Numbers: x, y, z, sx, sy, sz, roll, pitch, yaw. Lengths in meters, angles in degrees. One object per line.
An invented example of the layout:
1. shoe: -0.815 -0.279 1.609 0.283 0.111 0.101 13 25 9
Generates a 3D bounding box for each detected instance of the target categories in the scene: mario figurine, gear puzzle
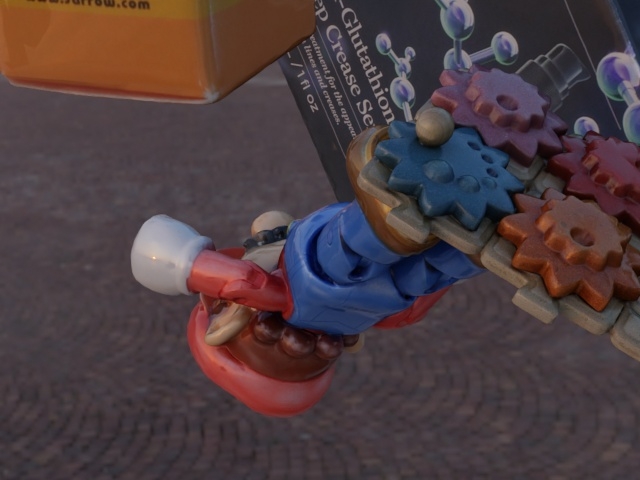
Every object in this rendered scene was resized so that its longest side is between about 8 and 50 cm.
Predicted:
1. mario figurine: 0.000 0.000 0.926 0.320 0.198 0.170 -35 17 50
2. gear puzzle: 0.193 0.007 0.726 0.339 0.044 0.175 32 40 10

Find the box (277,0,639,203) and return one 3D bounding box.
1. box: 0.166 -0.194 1.216 0.212 0.294 0.395 -24 1 -40

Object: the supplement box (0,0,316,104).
1. supplement box: -0.053 -0.160 0.359 0.080 0.233 0.078 7 27 24
